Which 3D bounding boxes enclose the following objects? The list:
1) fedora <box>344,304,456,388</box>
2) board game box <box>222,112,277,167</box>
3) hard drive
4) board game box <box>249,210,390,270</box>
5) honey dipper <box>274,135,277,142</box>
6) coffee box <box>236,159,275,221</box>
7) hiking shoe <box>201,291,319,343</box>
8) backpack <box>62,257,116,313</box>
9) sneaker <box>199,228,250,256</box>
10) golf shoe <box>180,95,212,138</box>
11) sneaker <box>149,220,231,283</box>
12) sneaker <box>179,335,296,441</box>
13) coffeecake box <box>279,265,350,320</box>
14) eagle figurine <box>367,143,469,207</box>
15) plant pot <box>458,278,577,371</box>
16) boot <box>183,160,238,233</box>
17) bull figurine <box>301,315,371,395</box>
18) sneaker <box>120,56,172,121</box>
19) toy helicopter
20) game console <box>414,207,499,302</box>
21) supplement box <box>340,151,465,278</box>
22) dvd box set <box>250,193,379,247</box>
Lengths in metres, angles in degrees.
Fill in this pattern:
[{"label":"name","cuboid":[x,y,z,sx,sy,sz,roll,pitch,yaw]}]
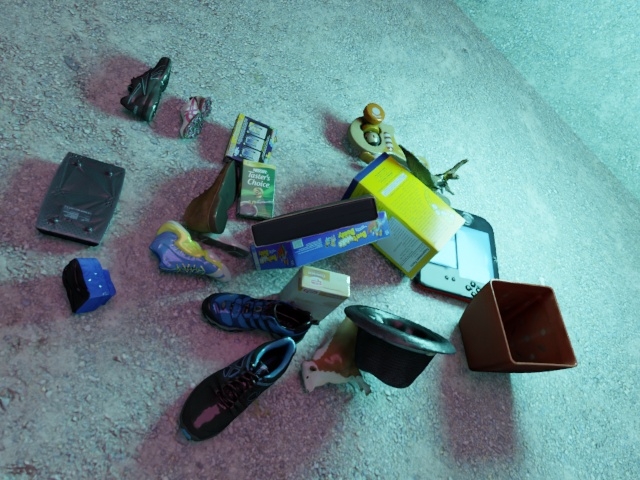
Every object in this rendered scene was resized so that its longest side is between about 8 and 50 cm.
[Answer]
[{"label":"fedora","cuboid":[0.188,0.288,1.334,0.333,0.334,0.153,21,92,-15]},{"label":"board game box","cuboid":[-0.230,-0.314,1.672,0.141,0.048,0.170,20,66,-17]},{"label":"hard drive","cuboid":[-0.634,-0.107,1.354,0.171,0.054,0.255,16,55,-18]},{"label":"board game box","cuboid":[0.000,0.000,1.498,0.347,0.233,0.078,-17,96,-34]},{"label":"honey dipper","cuboid":[-0.219,-0.330,1.727,0.160,0.030,0.030,-24,74,-32]},{"label":"coffee box","cuboid":[-0.201,-0.156,1.589,0.113,0.040,0.184,9,73,-22]},{"label":"hiking shoe","cuboid":[-0.163,0.189,1.366,0.303,0.132,0.113,16,55,-18]},{"label":"backpack","cuboid":[-0.567,0.104,1.236,0.120,0.098,0.101,60,25,15]},{"label":"sneaker","cuboid":[-0.272,-0.002,1.479,0.152,0.054,0.061,25,50,-11]},{"label":"golf shoe","cuboid":[-0.420,-0.399,1.648,0.085,0.068,0.186,10,53,10]},{"label":"sneaker","cuboid":[-0.364,0.061,1.386,0.240,0.091,0.126,41,69,0]},{"label":"sneaker","cuboid":[-0.198,0.346,1.248,0.125,0.140,0.341,48,53,4]},{"label":"coffeecake box","cuboid":[-0.021,0.152,1.429,0.142,0.185,0.068,15,56,-19]},{"label":"eagle figurine","cuboid":[0.341,-0.229,1.806,0.298,0.226,0.225,-2,31,-36]},{"label":"plant pot","cuboid":[0.600,0.302,1.628,0.267,0.236,0.268,9,58,-23]},{"label":"boot","cuboid":[-0.320,-0.138,1.511,0.115,0.112,0.305,-1,42,12]},{"label":"bull figurine","cuboid":[0.080,0.325,1.433,0.188,0.101,0.310,43,53,-3]},{"label":"sneaker","cuboid":[-0.547,-0.502,1.615,0.106,0.101,0.268,18,54,-14]},{"label":"toy helicopter","cuboid":[0.258,-0.335,1.910,0.355,0.140,0.235,28,55,-12]},{"label":"game console","cuboid":[0.494,0.040,1.849,0.341,0.060,0.387,18,54,-17]},{"label":"supplement box","cuboid":[0.260,-0.084,1.692,0.356,0.194,0.195,43,55,8]},{"label":"dvd box set","cuboid":[0.002,-0.063,1.384,0.307,0.420,0.062,-13,95,5]}]
